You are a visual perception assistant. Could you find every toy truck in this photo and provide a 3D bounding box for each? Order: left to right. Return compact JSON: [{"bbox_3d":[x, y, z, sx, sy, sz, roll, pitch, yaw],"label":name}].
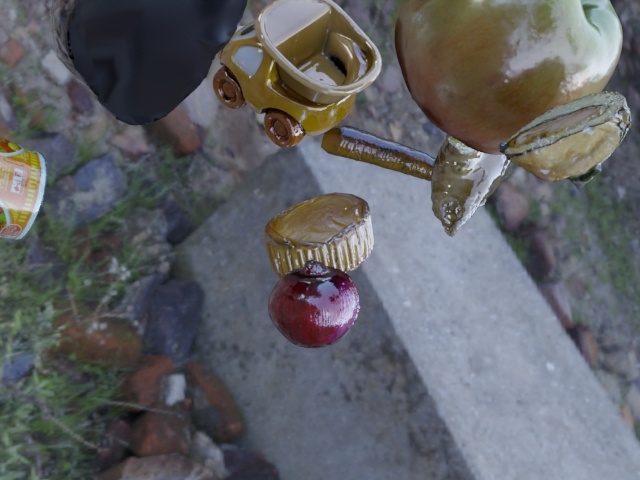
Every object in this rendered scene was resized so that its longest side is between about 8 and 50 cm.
[{"bbox_3d":[-0.044,-0.313,1.750,0.288,0.212,0.204,41,54,12],"label":"toy truck"}]

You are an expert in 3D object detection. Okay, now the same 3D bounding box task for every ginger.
[{"bbox_3d":[0.260,-0.120,1.710,0.270,0.123,0.219,-57,152,-21],"label":"ginger"}]

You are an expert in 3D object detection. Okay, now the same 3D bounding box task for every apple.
[{"bbox_3d":[0.286,-0.308,1.426,0.338,0.305,0.339,36,36,-31],"label":"apple"}]

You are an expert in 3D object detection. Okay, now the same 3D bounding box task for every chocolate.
[{"bbox_3d":[-0.236,-0.350,1.253,0.225,0.340,0.210,9,30,-36],"label":"chocolate"}]

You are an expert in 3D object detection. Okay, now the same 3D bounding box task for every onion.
[{"bbox_3d":[-0.009,0.088,1.318,0.131,0.131,0.131,26,57,-47],"label":"onion"}]

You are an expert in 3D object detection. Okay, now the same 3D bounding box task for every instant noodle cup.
[{"bbox_3d":[-0.437,-0.074,1.142,0.185,0.168,0.169,15,64,-35],"label":"instant noodle cup"}]

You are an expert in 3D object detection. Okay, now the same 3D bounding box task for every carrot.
[{"bbox_3d":[0.155,-0.165,1.890,0.314,0.066,0.066,16,55,-5],"label":"carrot"}]

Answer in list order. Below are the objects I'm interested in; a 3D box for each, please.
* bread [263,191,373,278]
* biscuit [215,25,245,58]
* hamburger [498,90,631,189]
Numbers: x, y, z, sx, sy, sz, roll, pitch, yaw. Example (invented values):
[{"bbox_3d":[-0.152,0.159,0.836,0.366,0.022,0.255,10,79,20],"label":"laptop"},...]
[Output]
[{"bbox_3d":[0.000,0.000,1.705,0.199,0.199,0.104,-51,135,-50],"label":"bread"},{"bbox_3d":[-0.082,-0.397,1.980,0.378,0.094,0.054,5,82,-9],"label":"biscuit"},{"bbox_3d":[0.338,-0.129,1.288,0.102,0.176,0.087,50,25,-35],"label":"hamburger"}]
